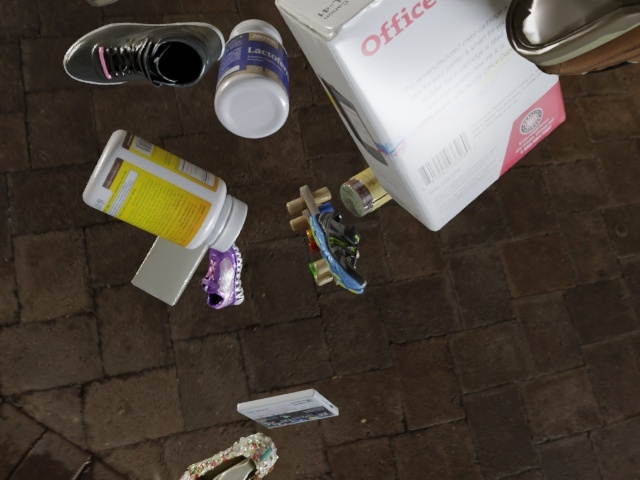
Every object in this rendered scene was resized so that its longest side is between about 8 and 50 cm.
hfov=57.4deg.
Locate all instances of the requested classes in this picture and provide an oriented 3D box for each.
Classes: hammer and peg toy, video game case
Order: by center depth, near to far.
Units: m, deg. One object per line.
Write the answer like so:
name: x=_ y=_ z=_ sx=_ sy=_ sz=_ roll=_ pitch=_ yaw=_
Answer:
video game case: x=-0.074 y=0.400 z=1.384 sx=0.191 sy=0.173 sz=0.022 roll=-15 pitch=56 yaw=14
hammer and peg toy: x=0.000 y=0.000 z=1.712 sx=0.127 sy=0.361 sz=0.265 roll=-24 pitch=78 yaw=-5

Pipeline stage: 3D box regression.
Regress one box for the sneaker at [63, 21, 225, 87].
sneaker: x=-0.322 y=-0.321 z=1.025 sx=0.296 sy=0.104 sz=0.147 roll=-7 pitch=29 yaw=1

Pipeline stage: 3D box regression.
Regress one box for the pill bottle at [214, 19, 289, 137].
pill bottle: x=-0.145 y=-0.360 z=1.272 sx=0.153 sy=0.153 sz=0.264 roll=7 pitch=47 yaw=-12

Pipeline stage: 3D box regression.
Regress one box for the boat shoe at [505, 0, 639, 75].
boat shoe: x=0.306 y=-0.211 z=0.449 sx=0.105 sy=0.307 sz=0.110 roll=9 pitch=80 yaw=-42

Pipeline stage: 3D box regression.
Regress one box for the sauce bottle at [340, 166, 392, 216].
sauce bottle: x=0.214 y=-0.188 z=1.656 sx=0.344 sy=0.111 sz=0.111 roll=-31 pitch=82 yaw=-25

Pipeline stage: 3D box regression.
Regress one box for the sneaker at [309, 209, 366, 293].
sneaker: x=0.040 y=0.012 z=1.035 sx=0.078 sy=0.067 sz=0.188 roll=-23 pitch=50 yaw=-2

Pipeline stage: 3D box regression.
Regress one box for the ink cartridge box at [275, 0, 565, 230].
ink cartridge box: x=0.128 y=-0.191 z=0.647 sx=0.226 sy=0.306 sz=0.131 roll=-39 pitch=45 yaw=-1

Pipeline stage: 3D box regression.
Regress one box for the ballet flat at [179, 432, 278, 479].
ballet flat: x=-0.175 y=0.403 z=0.971 sx=0.241 sy=0.077 sz=0.091 roll=-41 pitch=87 yaw=14

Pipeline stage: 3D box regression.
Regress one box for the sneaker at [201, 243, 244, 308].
sneaker: x=-0.277 y=0.093 z=1.599 sx=0.095 sy=0.236 sz=0.105 roll=23 pitch=38 yaw=38

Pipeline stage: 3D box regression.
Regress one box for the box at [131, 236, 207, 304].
box: x=-0.317 y=0.005 z=1.362 sx=0.113 sy=0.094 sz=0.275 roll=31 pitch=86 yaw=-6

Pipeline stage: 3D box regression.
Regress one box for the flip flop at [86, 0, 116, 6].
flip flop: x=-0.211 y=-0.415 z=0.775 sx=0.277 sy=0.112 sz=0.080 roll=-35 pitch=123 yaw=-2

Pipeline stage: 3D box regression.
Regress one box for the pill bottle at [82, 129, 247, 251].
pill bottle: x=-0.220 y=-0.063 z=0.850 sx=0.215 sy=0.117 sz=0.117 roll=27 pitch=67 yaw=-22
